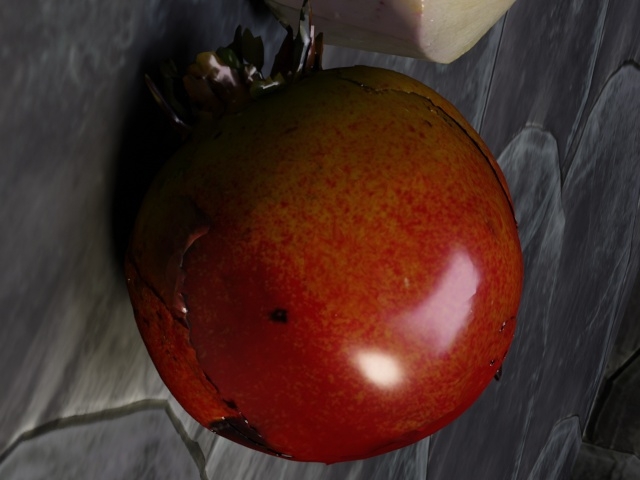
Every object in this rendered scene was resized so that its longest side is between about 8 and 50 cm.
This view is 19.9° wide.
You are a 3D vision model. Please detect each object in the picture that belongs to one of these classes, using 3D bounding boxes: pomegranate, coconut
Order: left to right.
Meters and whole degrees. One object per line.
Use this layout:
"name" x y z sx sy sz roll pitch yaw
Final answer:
"pomegranate" 0.000 0.000 0.940 0.235 0.210 0.210 66 28 -8
"coconut" 0.050 -0.175 1.026 0.147 0.153 0.147 11 90 -72
